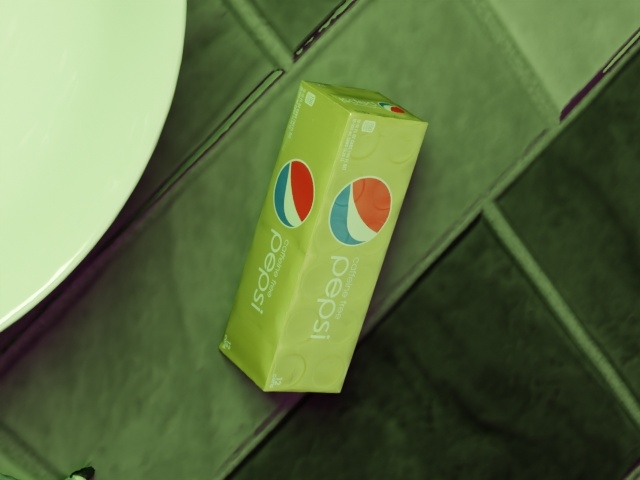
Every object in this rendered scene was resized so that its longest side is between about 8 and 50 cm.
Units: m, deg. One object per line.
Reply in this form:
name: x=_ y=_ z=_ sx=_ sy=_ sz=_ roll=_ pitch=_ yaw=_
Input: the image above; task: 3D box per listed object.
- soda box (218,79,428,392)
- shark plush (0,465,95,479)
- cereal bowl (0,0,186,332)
soda box: x=0.000 y=0.000 z=1.128 sx=0.061 sy=0.058 sz=0.181 roll=5 pitch=110 yaw=-37
shark plush: x=-0.143 y=0.167 z=1.123 sx=0.161 sy=0.073 sz=0.067 roll=1 pitch=83 yaw=-31
cereal bowl: x=-0.238 y=-0.101 z=0.848 sx=0.339 sy=0.141 sz=0.339 roll=-16 pitch=122 yaw=-27
